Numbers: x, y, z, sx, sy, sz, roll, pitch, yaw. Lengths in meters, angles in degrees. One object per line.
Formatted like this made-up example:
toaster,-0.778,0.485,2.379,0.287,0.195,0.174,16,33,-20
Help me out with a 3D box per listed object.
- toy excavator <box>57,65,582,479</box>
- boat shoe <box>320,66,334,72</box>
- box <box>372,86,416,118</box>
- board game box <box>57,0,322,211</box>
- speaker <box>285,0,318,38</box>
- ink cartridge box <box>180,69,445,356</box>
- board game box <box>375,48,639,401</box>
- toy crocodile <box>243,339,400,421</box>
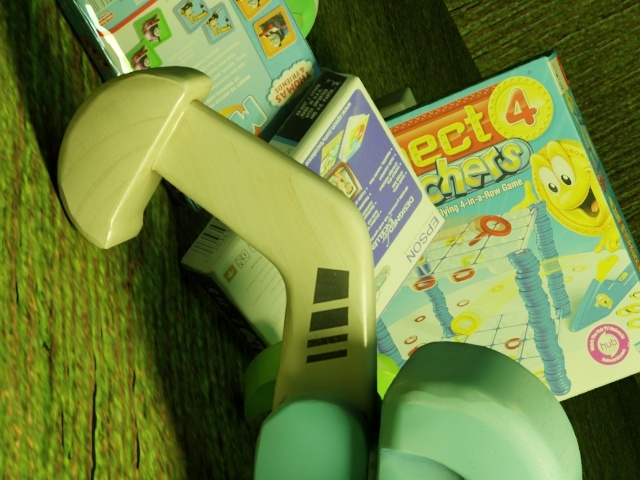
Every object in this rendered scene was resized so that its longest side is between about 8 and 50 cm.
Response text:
toy excavator,0.030,0.117,1.345,0.222,0.433,0.445,-29,125,-77
boat shoe,0.019,-0.120,2.178,0.048,0.056,0.153,-47,121,-81
box,0.070,-0.115,2.275,0.101,0.102,0.087,-63,132,-73
board game box,-0.096,-0.154,1.543,0.039,0.160,0.211,17,-39,54
speaker,-0.085,-0.217,1.733,0.296,0.131,0.131,-24,92,-77
ink cartridge box,0.000,0.000,1.615,0.045,0.206,0.208,21,-23,39
board game box,0.133,0.019,1.833,0.302,0.308,0.086,66,14,-5
toy crocodile,0.063,0.197,1.598,0.340,0.105,0.115,47,17,-38
